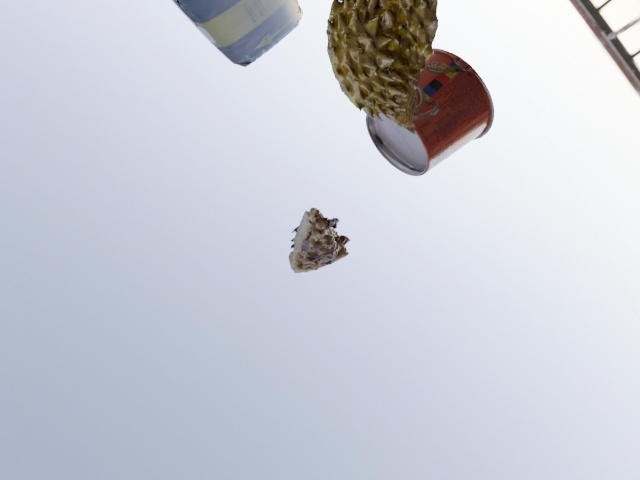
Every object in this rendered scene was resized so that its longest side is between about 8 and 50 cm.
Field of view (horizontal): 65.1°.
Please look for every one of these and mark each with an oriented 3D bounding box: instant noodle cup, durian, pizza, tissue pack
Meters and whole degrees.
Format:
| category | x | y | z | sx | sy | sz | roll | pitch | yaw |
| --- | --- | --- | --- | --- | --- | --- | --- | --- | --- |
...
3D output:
| category | x | y | z | sx | sy | sz | roll | pitch | yaw |
| --- | --- | --- | --- | --- | --- | --- | --- | --- | --- |
| instant noodle cup | 0.240 | -0.282 | 1.158 | 0.192 | 0.250 | 0.250 | -42 | -85 | -15 |
| durian | 0.096 | -0.350 | 0.900 | 0.195 | 0.185 | 0.305 | -4 | -86 | -27 |
| pizza | -0.001 | 0.001 | 1.123 | 0.154 | 0.194 | 0.069 | -16 | -126 | -6 |
| tissue pack | -0.226 | -0.613 | 1.126 | 0.264 | 0.253 | 0.416 | 55 | -172 | 7 |
